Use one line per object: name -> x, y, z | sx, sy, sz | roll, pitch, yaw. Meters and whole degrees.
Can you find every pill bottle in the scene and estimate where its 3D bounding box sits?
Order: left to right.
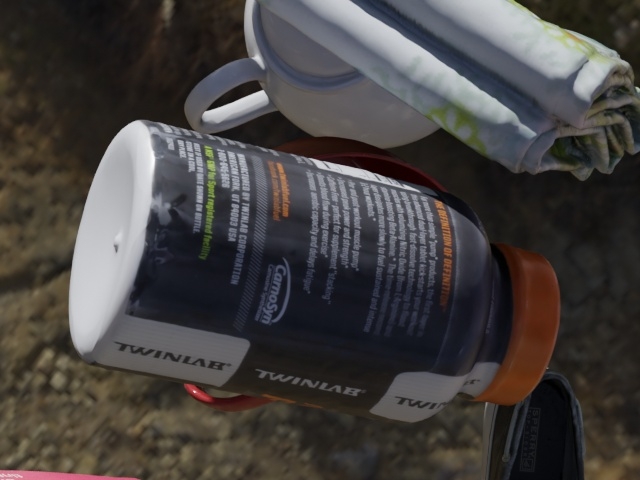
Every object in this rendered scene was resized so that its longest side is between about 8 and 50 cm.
pill bottle -> 0.001, 0.024, 1.005 | 0.245, 0.130, 0.130 | 13, 53, -20

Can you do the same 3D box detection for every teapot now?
teapot -> 0.024, -0.201, 1.721 | 0.252, 0.256, 0.187 | 13, 4, 25

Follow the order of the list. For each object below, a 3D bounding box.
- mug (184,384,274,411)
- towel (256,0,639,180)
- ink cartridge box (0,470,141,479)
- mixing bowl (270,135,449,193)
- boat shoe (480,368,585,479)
mug -> -0.034, 0.069, 1.575 | 0.169, 0.150, 0.113 | 17, 19, 37
towel -> 0.028, -0.165, 1.154 | 0.374, 0.090, 0.320 | 35, 9, 11
ink cartridge box -> -0.055, 0.184, 0.581 | 0.100, 0.237, 0.172 | 8, 95, -33
mixing bowl -> 0.000, 0.000, 1.267 | 0.181, 0.181, 0.098 | 17, 24, -23
boat shoe -> 0.145, 0.196, 1.314 | 0.077, 0.070, 0.219 | 0, 89, -12
